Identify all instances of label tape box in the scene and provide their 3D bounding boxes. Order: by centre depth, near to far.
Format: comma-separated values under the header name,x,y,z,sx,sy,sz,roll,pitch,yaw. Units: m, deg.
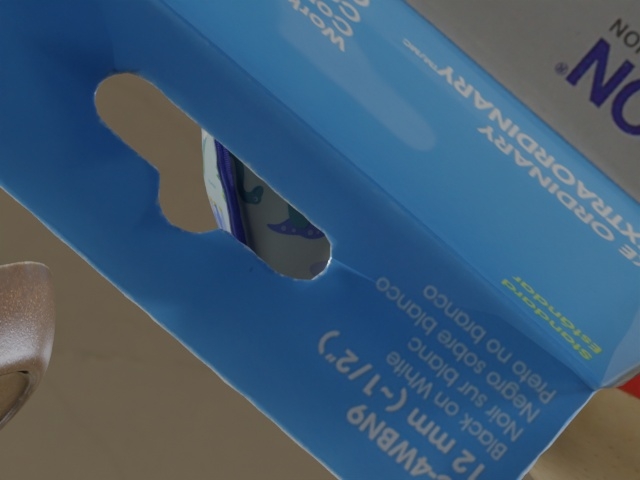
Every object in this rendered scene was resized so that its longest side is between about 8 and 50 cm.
name,x,y,z,sx,sy,sz,roll,pitch,yaw
label tape box,0.051,-0.113,0.477,0.249,0.115,0.347,41,-85,2

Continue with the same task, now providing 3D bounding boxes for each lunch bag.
name,x,y,z,sx,sy,sz,roll,pitch,yaw
lunch bag,0.000,0.000,0.787,0.096,0.129,0.151,-12,-69,0

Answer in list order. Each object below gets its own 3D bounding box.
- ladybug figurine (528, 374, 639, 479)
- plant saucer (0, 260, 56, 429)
name,x,y,z,sx,sy,sz,roll,pitch,yaw
ladybug figurine,0.230,-0.056,0.765,0.305,0.162,0.449,0,-63,-38
plant saucer,-0.266,0.123,1.075,0.050,0.311,0.310,52,-53,9
